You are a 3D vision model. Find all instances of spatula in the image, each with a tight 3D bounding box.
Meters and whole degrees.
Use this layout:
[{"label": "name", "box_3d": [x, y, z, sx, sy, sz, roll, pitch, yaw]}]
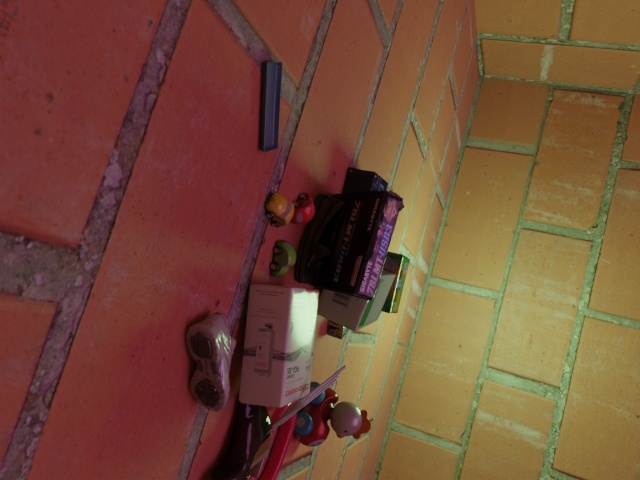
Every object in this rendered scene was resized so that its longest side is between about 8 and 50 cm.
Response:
[{"label": "spatula", "box_3d": [-0.031, 0.414, 1.392, 0.242, 0.019, 0.168, -31, 159, -27]}]

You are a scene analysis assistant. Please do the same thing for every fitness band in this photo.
[{"label": "fitness band", "box_3d": [-0.150, 0.616, 1.595, 0.209, 0.054, 0.291, 61, 47, -64]}]

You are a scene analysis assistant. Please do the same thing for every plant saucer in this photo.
[{"label": "plant saucer", "box_3d": [-0.110, -0.293, 1.182, 0.067, 0.018, 0.192, -36, 136, -60]}]

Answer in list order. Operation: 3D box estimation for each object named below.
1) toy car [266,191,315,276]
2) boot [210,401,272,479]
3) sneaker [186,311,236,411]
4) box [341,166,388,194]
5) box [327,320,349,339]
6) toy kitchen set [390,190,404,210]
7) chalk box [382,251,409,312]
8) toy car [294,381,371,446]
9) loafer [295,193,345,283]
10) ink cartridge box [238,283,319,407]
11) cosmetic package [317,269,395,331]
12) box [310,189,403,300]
[{"label": "toy car", "box_3d": [-0.078, -0.011, 1.384, 0.239, 0.053, 0.225, -9, 110, -67]}, {"label": "boot", "box_3d": [-0.206, 0.493, 1.367, 0.248, 0.090, 0.207, -15, 105, -65]}, {"label": "sneaker", "box_3d": [-0.217, 0.259, 1.152, 0.115, 0.090, 0.232, -46, 144, -59]}, {"label": "box", "box_3d": [0.133, -0.094, 1.811, 0.184, 0.103, 0.262, 14, 89, -66]}, {"label": "box", "box_3d": [0.085, 0.299, 1.978, 0.169, 0.059, 0.054, -32, 134, -62]}, {"label": "toy kitchen set", "box_3d": [0.306, -0.162, 2.315, 0.068, 0.075, 0.083, 34, 27, -30]}, {"label": "chalk box", "box_3d": [0.236, 0.122, 2.089, 0.180, 0.179, 0.289, 18, 86, -70]}, {"label": "toy car", "box_3d": [0.052, 0.623, 1.843, 0.219, 0.237, 0.210, 67, 41, -56]}, {"label": "loafer", "box_3d": [0.000, 0.000, 1.545, 0.096, 0.084, 0.268, 25, 79, -68]}, {"label": "ink cartridge box", "box_3d": [-0.099, 0.257, 1.352, 0.207, 0.117, 0.283, 19, 75, -70]}, {"label": "cosmetic package", "box_3d": [0.127, 0.175, 1.827, 0.197, 0.155, 0.365, -69, 162, 5]}, {"label": "box", "box_3d": [0.090, 0.008, 1.542, 0.073, 0.293, 0.296, 19, 84, -25]}]
